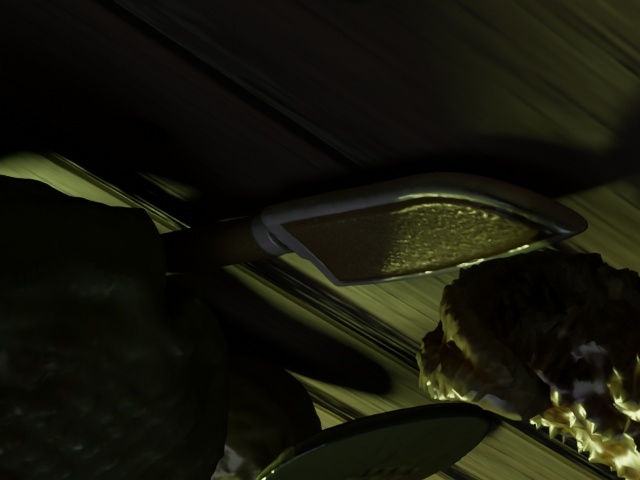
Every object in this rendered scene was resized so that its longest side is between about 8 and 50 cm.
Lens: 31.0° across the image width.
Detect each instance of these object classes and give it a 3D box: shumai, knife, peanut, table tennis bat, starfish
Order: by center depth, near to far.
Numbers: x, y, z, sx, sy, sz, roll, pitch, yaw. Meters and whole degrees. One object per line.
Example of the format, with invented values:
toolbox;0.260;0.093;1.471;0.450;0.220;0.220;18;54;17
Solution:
starfish;0.181;0.080;0.324;0.303;0.113;0.312;-5;142;43
knife;0.001;-0.001;0.448;0.046;0.022;0.256;47;150;-23
shumai;-0.221;0.064;0.536;0.263;0.309;0.304;50;156;35
table tennis bat;0.012;0.139;0.654;0.131;0.022;0.234;-7;153;-22
peanut;-0.090;0.082;0.661;0.214;0.090;0.098;30;130;-19
